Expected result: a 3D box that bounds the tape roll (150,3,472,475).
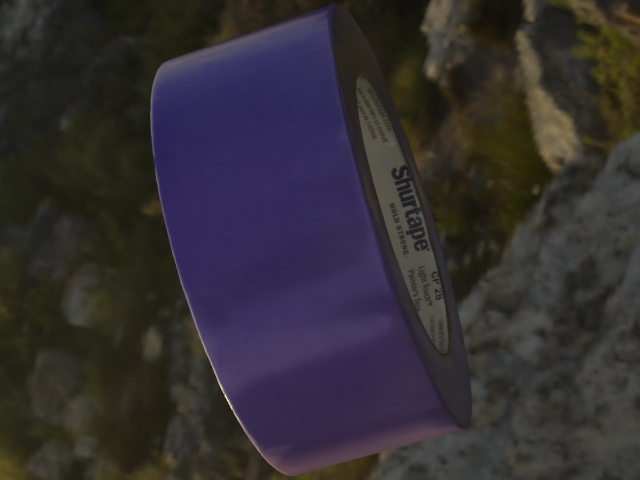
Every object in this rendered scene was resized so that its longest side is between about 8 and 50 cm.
[{"bbox_3d":[0.000,0.000,0.704,0.080,0.189,0.189,-18,49,11],"label":"tape roll"}]
